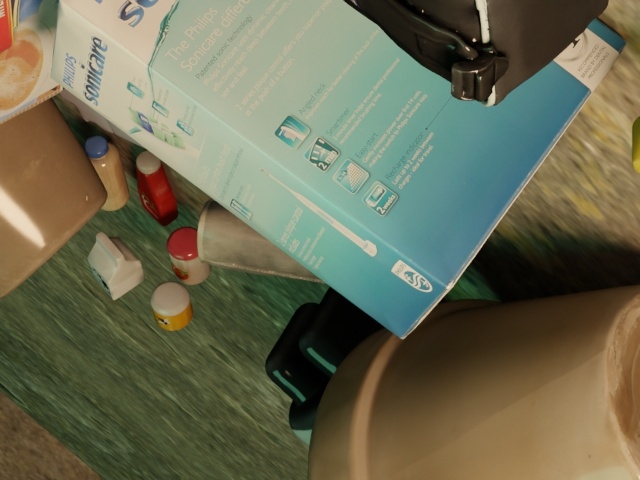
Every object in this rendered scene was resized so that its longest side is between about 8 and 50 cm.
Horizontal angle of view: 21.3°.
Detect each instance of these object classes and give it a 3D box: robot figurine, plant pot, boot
[{"bbox_3d":[0.085,0.162,1.598,0.278,0.173,0.209,42,175,-10],"label":"robot figurine"},{"bbox_3d":[-0.331,-0.072,1.603,0.229,0.263,0.263,47,157,-8],"label":"plant pot"},{"bbox_3d":[0.196,0.167,1.308,0.323,0.323,0.280,42,142,-11],"label":"plant pot"},{"bbox_3d":[-0.001,0.002,1.450,0.208,0.076,0.189,20,160,0],"label":"boot"}]

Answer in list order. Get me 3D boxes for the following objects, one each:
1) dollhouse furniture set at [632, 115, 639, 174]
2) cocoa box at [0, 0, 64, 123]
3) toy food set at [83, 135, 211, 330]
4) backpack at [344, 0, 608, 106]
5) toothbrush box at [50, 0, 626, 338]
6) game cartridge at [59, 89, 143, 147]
[{"bbox_3d":[0.326,0.062,0.990,0.303,0.198,0.286,19,152,39],"label":"dollhouse furniture set"},{"bbox_3d":[-0.252,-0.248,1.137,0.231,0.228,0.347,52,161,13],"label":"cocoa box"},{"bbox_3d":[-0.194,-0.025,1.708,0.232,0.111,0.104,47,161,27],"label":"toy food set"},{"bbox_3d":[0.037,-0.221,0.866,0.253,0.191,0.225,34,161,27],"label":"backpack"},{"bbox_3d":[0.007,-0.117,1.093,0.295,0.216,0.126,36,158,1],"label":"toothbrush box"},{"bbox_3d":[-0.130,-0.138,1.481,0.294,0.060,0.196,25,159,28],"label":"game cartridge"}]
